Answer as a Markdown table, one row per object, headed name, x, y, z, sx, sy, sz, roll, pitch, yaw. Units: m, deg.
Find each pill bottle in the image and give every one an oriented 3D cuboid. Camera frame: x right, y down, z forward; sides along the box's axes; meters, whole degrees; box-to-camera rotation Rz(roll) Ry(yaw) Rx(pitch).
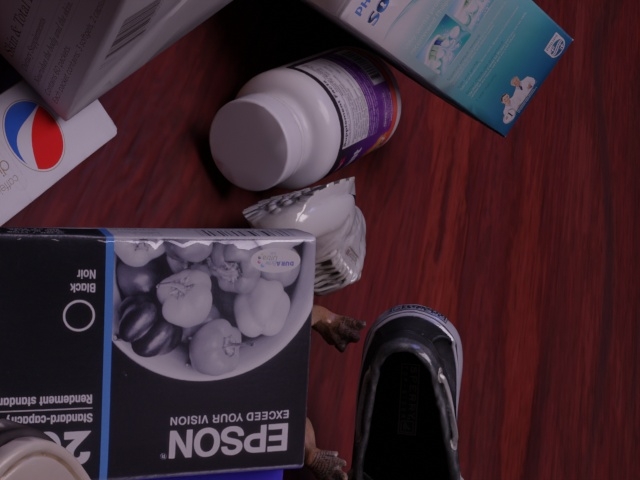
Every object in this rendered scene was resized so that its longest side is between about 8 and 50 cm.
| name | x | y | z | sx | sy | sz | roll | pitch | yaw |
| --- | --- | --- | --- | --- | --- | --- | --- | --- | --- |
| pill bottle | -0.014 | -0.108 | 1.036 | 0.193 | 0.108 | 0.108 | -31 | 99 | -55 |

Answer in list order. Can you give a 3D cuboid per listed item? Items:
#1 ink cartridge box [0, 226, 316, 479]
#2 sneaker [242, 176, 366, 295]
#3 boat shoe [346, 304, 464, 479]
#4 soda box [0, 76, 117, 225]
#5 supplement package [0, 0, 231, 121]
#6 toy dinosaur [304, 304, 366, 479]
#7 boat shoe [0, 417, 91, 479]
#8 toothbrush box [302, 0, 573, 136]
| name | x | y | z | sx | sy | sz | roll | pitch | yaw |
| --- | --- | --- | --- | --- | --- | --- | --- | --- | --- |
| ink cartridge box | -0.109 | 0.096 | 0.706 | 0.206 | 0.045 | 0.208 | 0 | 99 | -21 |
| sneaker | 0.000 | 0.000 | 0.974 | 0.235 | 0.090 | 0.095 | -12 | 91 | -76 |
| boat shoe | 0.070 | 0.209 | 0.904 | 0.105 | 0.113 | 0.306 | -59 | 155 | -71 |
| soda box | -0.225 | -0.041 | 0.738 | 0.069 | 0.074 | 0.216 | 58 | 36 | -16 |
| supplement package | -0.160 | -0.261 | 0.723 | 0.263 | 0.199 | 0.198 | 47 | 56 | -1 |
| toy dinosaur | -0.079 | 0.076 | 0.847 | 0.200 | 0.127 | 0.296 | 43 | 36 | -24 |
| boat shoe | -0.149 | 0.229 | 0.673 | 0.112 | 0.095 | 0.335 | -45 | 133 | -37 |
| toothbrush box | 0.071 | -0.242 | 1.104 | 0.295 | 0.126 | 0.216 | 23 | 13 | -48 |
